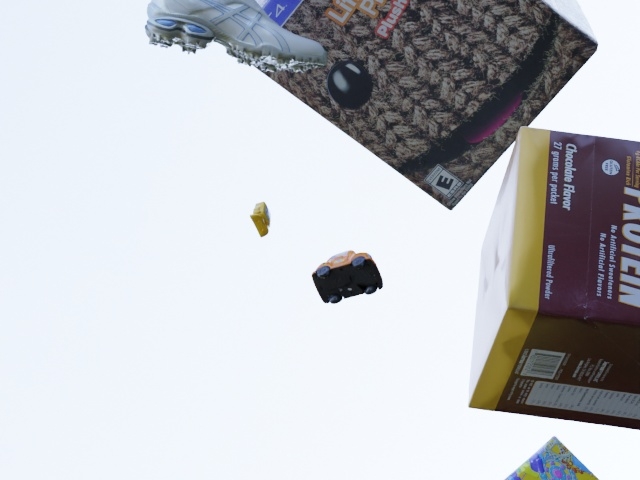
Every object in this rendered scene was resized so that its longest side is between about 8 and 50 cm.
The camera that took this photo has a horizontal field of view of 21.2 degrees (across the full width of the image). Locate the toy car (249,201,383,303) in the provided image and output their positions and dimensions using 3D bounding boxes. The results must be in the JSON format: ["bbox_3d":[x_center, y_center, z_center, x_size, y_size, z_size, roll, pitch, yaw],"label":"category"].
[{"bbox_3d":[0.000,0.000,1.420,0.060,0.040,0.122,-32,-66,23],"label":"toy car"}]

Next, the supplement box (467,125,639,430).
[{"bbox_3d":[0.210,0.034,1.141,0.194,0.129,0.191,7,-25,0],"label":"supplement box"}]

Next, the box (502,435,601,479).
[{"bbox_3d":[0.205,0.386,1.602,0.290,0.279,0.177,-29,-20,-45],"label":"box"}]

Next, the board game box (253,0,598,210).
[{"bbox_3d":[0.091,-0.218,1.729,0.291,0.141,0.232,35,-71,-16],"label":"board game box"}]

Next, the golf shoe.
[{"bbox_3d":[-0.071,-0.205,1.570,0.176,0.069,0.086,13,-96,-20],"label":"golf shoe"}]
